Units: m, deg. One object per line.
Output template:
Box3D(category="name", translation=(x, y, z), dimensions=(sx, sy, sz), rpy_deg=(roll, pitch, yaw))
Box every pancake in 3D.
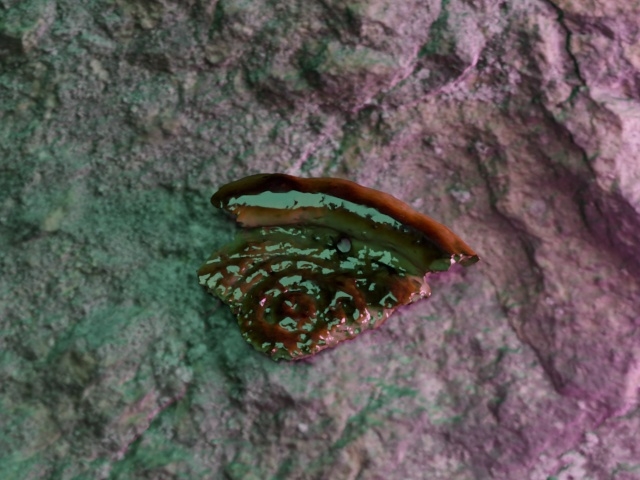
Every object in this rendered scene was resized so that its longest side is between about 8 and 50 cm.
Box3D(category="pancake", translation=(0.000, 0.000, 1.375), dimensions=(0.257, 0.056, 0.212), rpy_deg=(-24, 63, -12))
